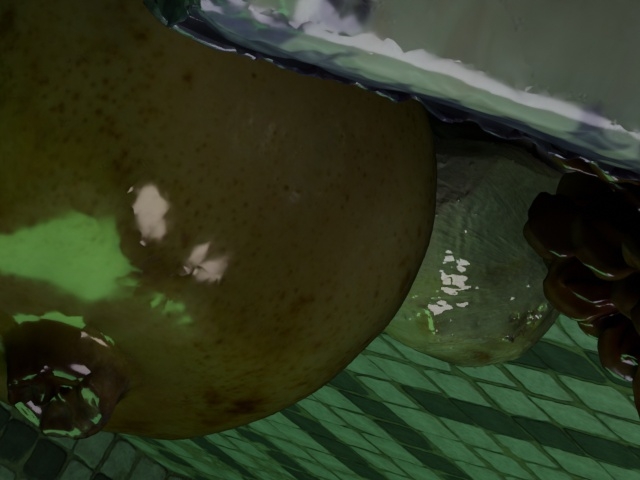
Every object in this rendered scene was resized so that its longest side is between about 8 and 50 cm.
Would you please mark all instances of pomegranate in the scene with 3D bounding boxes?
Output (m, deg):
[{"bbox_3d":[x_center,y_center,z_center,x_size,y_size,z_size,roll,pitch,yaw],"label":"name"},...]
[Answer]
[{"bbox_3d":[-0.129,-0.046,1.264,0.417,0.416,0.416,25,163,8],"label":"pomegranate"}]

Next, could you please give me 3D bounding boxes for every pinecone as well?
[{"bbox_3d":[0.236,-0.022,1.028,0.264,0.264,0.264,25,163,8],"label":"pinecone"}]

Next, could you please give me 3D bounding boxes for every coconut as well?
[{"bbox_3d":[0.112,0.008,1.419,0.194,0.194,0.194,25,163,8],"label":"coconut"}]

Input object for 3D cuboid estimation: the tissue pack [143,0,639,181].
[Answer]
[{"bbox_3d":[0.127,-0.142,0.708,0.344,0.242,0.125,18,180,-15],"label":"tissue pack"}]
